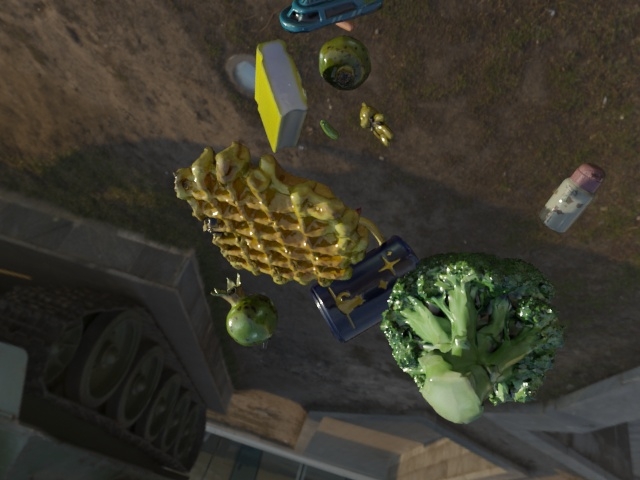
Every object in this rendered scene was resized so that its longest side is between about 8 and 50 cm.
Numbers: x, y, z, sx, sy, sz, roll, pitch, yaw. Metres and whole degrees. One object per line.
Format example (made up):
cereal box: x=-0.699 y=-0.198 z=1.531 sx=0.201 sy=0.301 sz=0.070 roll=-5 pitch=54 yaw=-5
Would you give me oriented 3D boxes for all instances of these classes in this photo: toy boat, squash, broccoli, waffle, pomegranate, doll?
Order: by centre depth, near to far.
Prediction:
waffle: x=-0.072 y=-0.020 z=0.602 sx=0.283 sy=0.065 sz=0.309 roll=31 pitch=149 yaw=-25
broccoli: x=0.213 y=0.147 z=0.641 sx=0.269 sy=0.270 sz=0.270 roll=11 pitch=118 yaw=21
pomegranate: x=0.054 y=-0.403 z=1.019 sx=0.130 sy=0.130 sz=0.130 roll=13 pitch=147 yaw=9
squash: x=0.022 y=-0.278 z=1.100 sx=0.027 sy=0.027 sz=0.089 roll=-1 pitch=165 yaw=28
toy boat: x=0.025 y=-0.682 z=1.246 sx=0.298 sy=0.134 sz=0.092 roll=-20 pitch=147 yaw=-7
pomegranate: x=-0.217 y=0.205 z=1.249 sx=0.220 sy=0.156 sz=0.156 roll=37 pitch=148 yaw=5
doll: x=0.238 y=-0.498 z=1.914 sx=0.210 sy=0.097 sz=0.137 roll=56 pitch=170 yaw=23

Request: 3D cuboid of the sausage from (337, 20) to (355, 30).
sausage: x=0.091 y=-0.821 z=1.668 sx=0.083 sy=0.034 sz=0.034 roll=32 pitch=150 yaw=13

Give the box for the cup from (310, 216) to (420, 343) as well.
cup: x=0.099 y=0.093 z=1.102 sx=0.256 sy=0.255 sz=0.178 roll=-28 pitch=148 yaw=-5

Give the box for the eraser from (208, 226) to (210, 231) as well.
eraser: x=-0.224 y=-0.069 z=1.327 sx=0.086 sy=0.130 sz=0.287 roll=38 pitch=156 yaw=-30

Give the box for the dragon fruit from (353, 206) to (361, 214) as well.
dragon fruit: x=0.000 y=0.000 z=1.615 sx=0.282 sy=0.343 sz=0.100 roll=-26 pitch=93 yaw=43

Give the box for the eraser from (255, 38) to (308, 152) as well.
eraser: x=-0.090 y=-0.304 z=0.956 sx=0.069 sy=0.158 sz=0.226 roll=-16 pitch=175 yaw=-12

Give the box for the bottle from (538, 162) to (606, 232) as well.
bottle: x=0.835 y=-0.145 z=1.455 sx=0.109 sy=0.110 sz=0.233 roll=20 pitch=125 yaw=-3
